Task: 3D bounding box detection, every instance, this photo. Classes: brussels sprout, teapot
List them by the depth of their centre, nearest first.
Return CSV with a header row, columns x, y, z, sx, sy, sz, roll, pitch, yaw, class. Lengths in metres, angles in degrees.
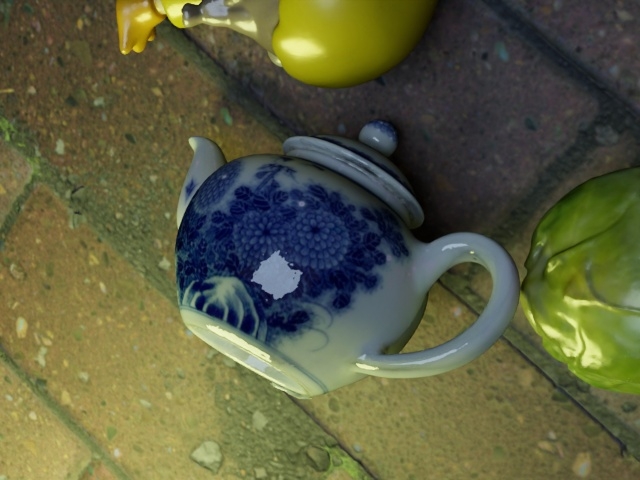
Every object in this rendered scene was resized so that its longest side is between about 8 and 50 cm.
x,y,z,sx,sy,sz,roll,pitch,yaw,class
0.287,0.033,1.021,0.223,0.161,0.223,4,104,18,brussels sprout
0.000,0.000,1.129,0.424,0.252,0.280,23,75,32,teapot

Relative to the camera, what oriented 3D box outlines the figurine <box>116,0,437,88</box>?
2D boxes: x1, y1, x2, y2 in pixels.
x,y,z,sx,sy,sz,roll,pitch,yaw,class
-0.046,-0.254,1.113,0.344,0.187,0.215,4,93,32,figurine
